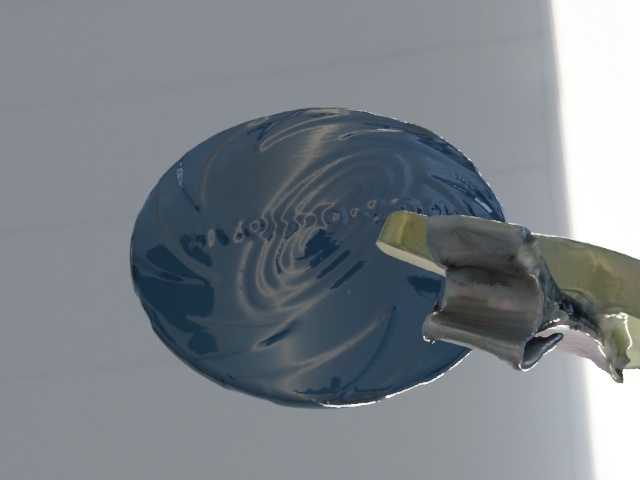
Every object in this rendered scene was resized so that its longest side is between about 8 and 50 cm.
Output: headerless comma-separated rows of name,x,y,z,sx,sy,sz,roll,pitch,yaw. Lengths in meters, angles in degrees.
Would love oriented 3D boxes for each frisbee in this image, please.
frisbee,0.001,-0.004,1.345,0.289,0.049,0.290,0,-130,1

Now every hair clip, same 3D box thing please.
hair clip,0.102,0.029,0.884,0.159,0.218,0.071,17,-92,28
